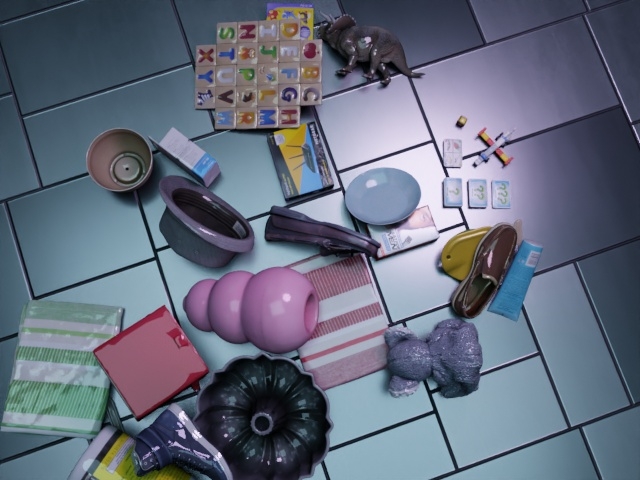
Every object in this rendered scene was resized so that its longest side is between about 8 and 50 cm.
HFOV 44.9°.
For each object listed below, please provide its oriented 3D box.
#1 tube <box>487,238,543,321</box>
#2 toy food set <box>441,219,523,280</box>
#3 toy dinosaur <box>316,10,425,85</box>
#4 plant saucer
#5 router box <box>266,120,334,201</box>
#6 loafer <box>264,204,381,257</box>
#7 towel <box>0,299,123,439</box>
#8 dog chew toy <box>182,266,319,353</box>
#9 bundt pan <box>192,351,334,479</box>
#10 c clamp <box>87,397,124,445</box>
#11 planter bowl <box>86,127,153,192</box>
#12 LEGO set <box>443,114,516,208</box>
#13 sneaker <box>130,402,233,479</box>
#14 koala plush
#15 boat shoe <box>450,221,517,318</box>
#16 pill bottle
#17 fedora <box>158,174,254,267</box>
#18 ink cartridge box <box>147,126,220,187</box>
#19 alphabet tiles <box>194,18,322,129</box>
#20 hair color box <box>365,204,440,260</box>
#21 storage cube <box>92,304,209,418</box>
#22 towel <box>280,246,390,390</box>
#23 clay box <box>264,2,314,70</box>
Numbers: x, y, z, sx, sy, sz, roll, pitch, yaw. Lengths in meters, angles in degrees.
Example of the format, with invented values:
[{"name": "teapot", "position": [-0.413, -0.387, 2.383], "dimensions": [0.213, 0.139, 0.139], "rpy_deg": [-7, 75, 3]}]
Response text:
[{"name": "tube", "position": [0.494, 0.099, 1.939], "dimensions": [0.080, 0.052, 0.207], "rpy_deg": [21, 105, 6]}, {"name": "toy food set", "position": [0.406, 0.021, 1.971], "dimensions": [0.217, 0.071, 0.128], "rpy_deg": [-15, 106, -1]}, {"name": "toy dinosaur", "position": [0.129, -0.501, 2.024], "dimensions": [0.313, 0.121, 0.160], "rpy_deg": [14, 93, 5]}, {"name": "plant saucer", "position": [0.160, -0.105, 1.970], "dimensions": [0.195, 0.037, 0.195], "rpy_deg": [-5, 50, 6]}, {"name": "router box", "position": [-0.052, -0.204, 2.003], "dimensions": [0.133, 0.046, 0.179], "rpy_deg": [-17, 81, -4]}, {"name": "loafer", "position": [0.000, 0.000, 1.927], "dimensions": [0.302, 0.109, 0.095], "rpy_deg": [19, 83, 19]}, {"name": "towel", "position": [-0.629, 0.312, 1.890], "dimensions": [0.247, 0.038, 0.325], "rpy_deg": [5, 73, -2]}, {"name": "dog chew toy", "position": [-0.176, 0.162, 1.856], "dimensions": [0.331, 0.206, 0.207], "rpy_deg": [2, 79, 19]}, {"name": "bundt pan", "position": [-0.127, 0.420, 1.831], "dimensions": [0.330, 0.124, 0.331], "rpy_deg": [0, 90, 7]}, {"name": "c clamp", "position": [-0.551, 0.462, 1.884], "dimensions": [0.137, 0.022, 0.161], "rpy_deg": [-17, 81, -4]}, {"name": "planter bowl", "position": [-0.496, -0.191, 1.957], "dimensions": [0.162, 0.109, 0.162], "rpy_deg": [0, 80, -1]}, {"name": "LEGO set", "position": [0.413, -0.208, 2.012], "dimensions": [0.182, 0.060, 0.244], "rpy_deg": [2, 80, -5]}, {"name": "sneaker", "position": [-0.315, 0.494, 1.710], "dimensions": [0.226, 0.086, 0.163], "rpy_deg": [45, 52, 10]}, {"name": "koala plush", "position": [0.260, 0.280, 1.846], "dimensions": [0.221, 0.203, 0.196], "rpy_deg": [-2, 79, -2]}, {"name": "boat shoe", "position": [0.416, 0.081, 1.900], "dimensions": [0.095, 0.095, 0.257], "rpy_deg": [22, 102, -11]}, {"name": "pill bottle", "position": [-0.402, 0.588, 1.777], "dimensions": [0.334, 0.188, 0.188], "rpy_deg": [32, 81, 0]}, {"name": "fedora", "position": [-0.299, -0.029, 1.902], "dimensions": [0.275, 0.244, 0.124], "rpy_deg": [33, 110, -5]}, {"name": "ink cartridge box", "position": [-0.345, -0.221, 1.968], "dimensions": [0.180, 0.104, 0.060], "rpy_deg": [38, 81, 5]}, {"name": "alphabet tiles", "position": [-0.163, -0.431, 2.013], "dimensions": [0.342, 0.011, 0.285], "rpy_deg": [0, 86, 11]}, {"name": "hair color box", "position": [0.208, -0.020, 1.974], "dimensions": [0.167, 0.053, 0.093], "rpy_deg": [-18, 80, -6]}, {"name": "storage cube", "position": [-0.397, 0.293, 1.815], "dimensions": [0.193, 0.183, 0.215], "rpy_deg": [-33, 85, -19]}, {"name": "towel", "position": [0.036, 0.192, 1.943], "dimensions": [0.237, 0.037, 0.329], "rpy_deg": [-19, 79, -3]}, {"name": "clay box", "position": [-0.082, -0.515, 2.053], "dimensions": [0.127, 0.053, 0.222], "rpy_deg": [0, 79, 0]}]
